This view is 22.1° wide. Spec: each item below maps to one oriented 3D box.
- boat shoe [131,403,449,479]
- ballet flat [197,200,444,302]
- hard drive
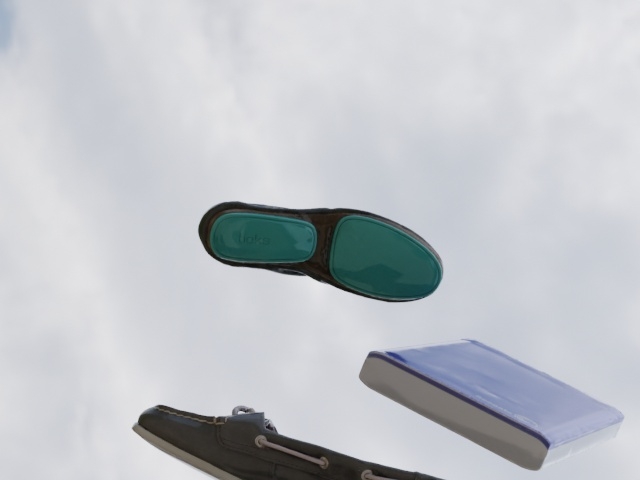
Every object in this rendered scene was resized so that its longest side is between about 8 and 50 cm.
[{"bbox_3d":[-0.013,0.212,1.529,0.335,0.112,0.095,23,-100,16],"label":"boat shoe"},{"bbox_3d":[0.000,0.000,1.838,0.096,0.280,0.095,-131,-124,-75],"label":"ballet flat"},{"bbox_3d":[0.194,0.170,1.773,0.210,0.319,0.040,26,-81,22],"label":"hard drive"}]
